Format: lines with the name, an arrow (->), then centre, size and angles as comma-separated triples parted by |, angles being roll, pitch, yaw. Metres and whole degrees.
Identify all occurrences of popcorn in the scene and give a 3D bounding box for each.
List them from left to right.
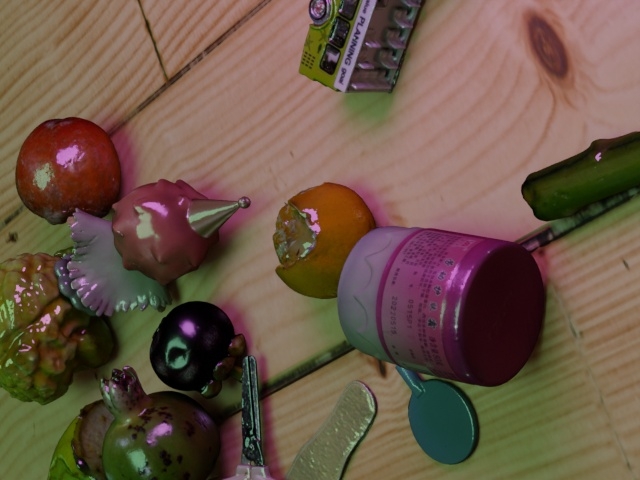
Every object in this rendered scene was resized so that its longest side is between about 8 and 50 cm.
popcorn -> -0.446, 0.127, 2.189 | 0.237, 0.251, 0.206 | 50, 158, -12

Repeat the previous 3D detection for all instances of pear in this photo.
pear -> -0.361, 0.411, 2.142 | 0.255, 0.164, 0.238 | -49, 63, 35

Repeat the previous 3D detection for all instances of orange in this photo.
orange -> 0.000, 0.000, 1.792 | 0.156, 0.134, 0.157 | -2, 86, 29

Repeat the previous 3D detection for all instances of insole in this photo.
insole -> 0.009, 0.295, 1.883 | 0.081, 0.011, 0.248 | 47, 122, 31

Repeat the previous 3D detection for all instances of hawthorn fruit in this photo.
hawthorn fruit -> -0.398, -0.111, 2.137 | 0.173, 0.173, 0.173 | 4, 95, 43

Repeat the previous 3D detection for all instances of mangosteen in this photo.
mangosteen -> -0.172, 0.164, 1.981 | 0.151, 0.137, 0.137 | 33, 120, -1

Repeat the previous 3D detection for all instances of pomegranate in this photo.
pomegranate -> -0.248, 0.286, 2.002 | 0.179, 0.179, 0.210 | -40, 77, 37

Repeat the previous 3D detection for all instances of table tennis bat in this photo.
table tennis bat -> 0.145, 0.217, 1.746 | 0.155, 0.019, 0.100 | 53, 126, 25

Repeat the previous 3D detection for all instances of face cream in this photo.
face cream -> 0.143, 0.075, 1.630 | 0.195, 0.175, 0.175 | 10, 99, 41

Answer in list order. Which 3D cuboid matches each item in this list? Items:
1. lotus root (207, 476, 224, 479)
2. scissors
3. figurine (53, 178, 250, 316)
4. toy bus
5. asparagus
lotus root -> -0.148, 0.399, 2.011 | 0.054, 0.049, 0.099 | -24, 75, 11
scissors -> -0.095, 0.323, 1.947 | 0.160, 0.024, 0.317 | -2, 87, 31
figurine -> -0.252, -0.007, 2.023 | 0.387, 0.166, 0.207 | -33, 105, 38
toy bus -> 0.080, -0.328, 1.712 | 0.139, 0.113, 0.302 | 38, 120, 35
asparagus -> 0.347, -0.088, 1.509 | 0.277, 0.060, 0.067 | -21, 59, 42
